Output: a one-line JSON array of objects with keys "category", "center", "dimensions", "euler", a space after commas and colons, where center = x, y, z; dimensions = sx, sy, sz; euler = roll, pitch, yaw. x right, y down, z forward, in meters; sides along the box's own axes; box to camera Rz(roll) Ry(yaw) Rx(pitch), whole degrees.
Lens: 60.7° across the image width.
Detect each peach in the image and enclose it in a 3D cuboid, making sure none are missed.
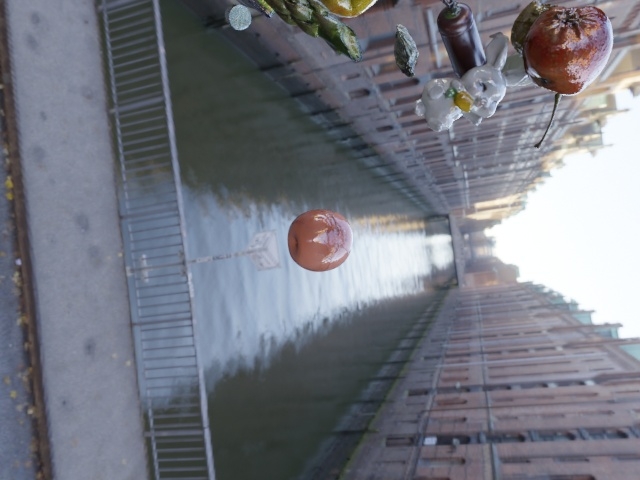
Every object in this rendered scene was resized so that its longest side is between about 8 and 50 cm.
[{"category": "peach", "center": [0.085, -0.966, 1.957], "dimensions": [0.289, 0.289, 0.308], "euler": [64, 14, -49]}]

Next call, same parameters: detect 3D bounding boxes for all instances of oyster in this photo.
[{"category": "oyster", "center": [0.306, -0.681, 1.970], "dimensions": [0.125, 0.064, 0.177], "euler": [39, -36, 52]}]

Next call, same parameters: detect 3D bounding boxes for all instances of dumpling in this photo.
[{"category": "dumpling", "center": [0.654, -0.539, 1.758], "dimensions": [0.134, 0.169, 0.100], "euler": [16, 95, -39]}]

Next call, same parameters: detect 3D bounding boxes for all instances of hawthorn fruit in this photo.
[{"category": "hawthorn fruit", "center": [0.478, -0.312, 1.077], "dimensions": [0.165, 0.165, 0.285], "euler": [-81, 162, -46]}]

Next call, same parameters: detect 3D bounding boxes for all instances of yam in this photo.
[{"category": "yam", "center": [-0.242, -0.649, 1.588], "dimensions": [0.169, 0.068, 0.068], "euler": [-119, -168, -64]}]

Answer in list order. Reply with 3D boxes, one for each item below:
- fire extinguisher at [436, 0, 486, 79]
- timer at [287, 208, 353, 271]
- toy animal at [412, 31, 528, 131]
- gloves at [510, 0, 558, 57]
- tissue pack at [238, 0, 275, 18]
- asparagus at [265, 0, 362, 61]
[{"category": "fire extinguisher", "center": [0.394, -0.610, 1.591], "dimensions": [0.344, 0.102, 0.138], "euler": [40, 16, -54]}, {"category": "timer", "center": [0.000, 0.000, 1.977], "dimensions": [0.229, 0.215, 0.229], "euler": [173, -90, -66]}, {"category": "toy animal", "center": [0.444, -0.450, 1.624], "dimensions": [0.208, 0.325, 0.154], "euler": [42, 17, -20]}, {"category": "gloves", "center": [0.636, -0.571, 1.527], "dimensions": [0.356, 0.203, 0.155], "euler": [-48, 160, -57]}, {"category": "tissue pack", "center": [-0.316, -0.887, 1.721], "dimensions": [0.394, 0.124, 0.288], "euler": [29, 15, -39]}, {"category": "asparagus", "center": [-0.022, -0.490, 1.194], "dimensions": [0.080, 0.287, 0.080], "euler": [-53, 168, -17]}]
